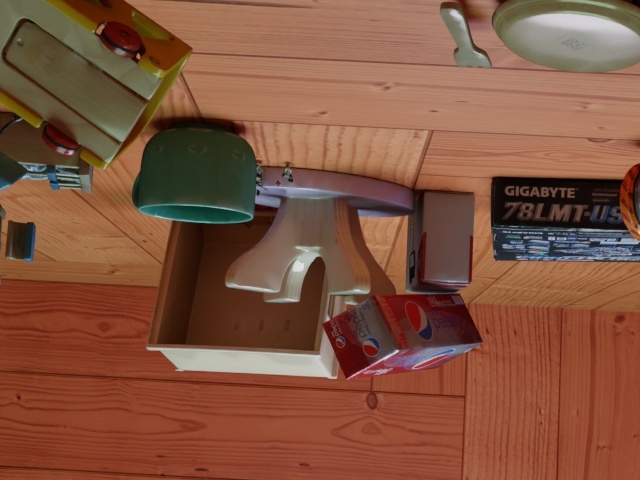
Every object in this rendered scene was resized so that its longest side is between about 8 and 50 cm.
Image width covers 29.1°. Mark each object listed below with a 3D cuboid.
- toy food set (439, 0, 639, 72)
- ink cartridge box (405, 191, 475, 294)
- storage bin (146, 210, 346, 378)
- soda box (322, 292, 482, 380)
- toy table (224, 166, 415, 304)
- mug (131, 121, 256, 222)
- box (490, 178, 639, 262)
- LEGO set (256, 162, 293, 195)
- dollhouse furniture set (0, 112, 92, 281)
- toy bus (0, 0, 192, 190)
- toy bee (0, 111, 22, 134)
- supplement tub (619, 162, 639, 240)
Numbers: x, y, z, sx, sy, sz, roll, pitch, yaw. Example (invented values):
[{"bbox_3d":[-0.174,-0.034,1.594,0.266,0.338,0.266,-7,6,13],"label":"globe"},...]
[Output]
[{"bbox_3d":[0.188,-0.160,0.903,0.192,0.039,0.132,6,166,18],"label":"toy food set"},{"bbox_3d":[0.168,0.008,1.754,0.072,0.128,0.175,3,172,-3],"label":"ink cartridge box"},{"bbox_3d":[-0.096,0.066,1.851,0.262,0.260,0.123,1,155,16],"label":"storage bin"},{"bbox_3d":[0.116,0.127,1.674,0.092,0.083,0.263,-32,162,26],"label":"soda box"},{"bbox_3d":[0.000,0.000,1.660,0.274,0.161,0.252,7,171,-18],"label":"toy table"},{"bbox_3d":[-0.149,-0.077,1.379,0.157,0.097,0.129,2,173,10],"label":"mug"},{"bbox_3d":[0.380,-0.020,1.675,0.295,0.073,0.293,1,173,10],"label":"box"},{"bbox_3d":[-0.076,-0.082,1.557,0.083,0.023,0.054,1,135,-12],"label":"LEGO set"},{"bbox_3d":[-0.328,-0.040,1.401,0.129,0.184,0.129,4,172,-8],"label":"dollhouse furniture set"},{"bbox_3d":[-0.190,-0.145,0.856,0.190,0.202,0.104,-6,-159,14],"label":"toy bus"},{"bbox_3d":[-0.368,-0.086,1.182,0.298,0.162,0.195,8,169,-30],"label":"toy bee"},{"bbox_3d":[0.417,-0.049,1.290,0.117,0.117,0.190,9,171,-36],"label":"supplement tub"}]
